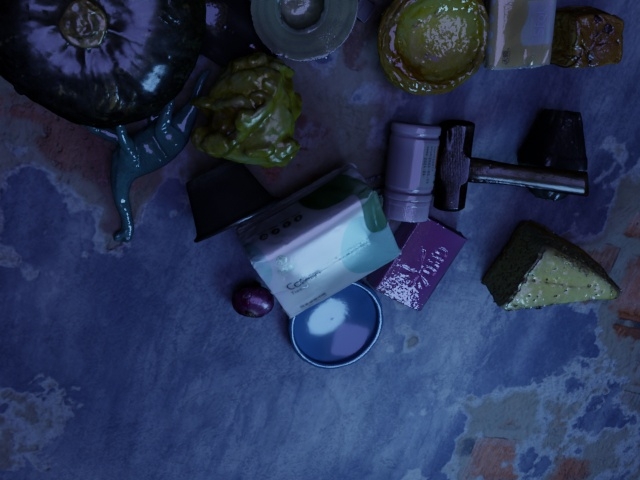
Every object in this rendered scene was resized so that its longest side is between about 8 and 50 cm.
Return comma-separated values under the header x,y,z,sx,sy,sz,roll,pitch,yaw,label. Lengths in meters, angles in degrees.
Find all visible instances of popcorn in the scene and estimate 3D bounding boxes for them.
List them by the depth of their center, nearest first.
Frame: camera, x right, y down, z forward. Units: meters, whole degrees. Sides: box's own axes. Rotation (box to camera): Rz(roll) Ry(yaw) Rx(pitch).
x,y,z,sx,sy,sz,roll,pitch,yaw,label
-0.159,-0.301,1.511,0.242,0.235,0.250,7,95,-52,popcorn

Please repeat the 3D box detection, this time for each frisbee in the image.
x,y,z,sx,sy,sz,roll,pitch,yaw,label
0.042,0.235,1.898,0.290,0.049,0.289,-6,110,-16,frisbee

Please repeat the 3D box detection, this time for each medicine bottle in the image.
x,y,z,sx,sy,sz,roll,pitch,yaw,label
0.235,-0.181,1.720,0.133,0.133,0.249,2,103,-18,medicine bottle

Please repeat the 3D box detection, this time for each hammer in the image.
x,y,z,sx,sy,sz,roll,pitch,yaw,label
0.505,-0.178,1.746,0.409,0.095,0.242,9,110,11,hammer

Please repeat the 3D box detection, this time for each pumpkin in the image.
x,y,z,sx,sy,sz,roll,pitch,yaw,label
-0.451,-0.449,1.297,0.455,0.344,0.454,-4,114,-9,pumpkin

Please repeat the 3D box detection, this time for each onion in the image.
x,y,z,sx,sy,sz,roll,pitch,yaw,label
-0.182,0.158,1.780,0.115,0.115,0.104,19,61,-23,onion

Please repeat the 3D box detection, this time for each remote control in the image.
x,y,z,sx,sy,sz,roll,pitch,yaw,label
0.037,-0.597,1.560,0.212,0.028,0.059,29,105,-25,remote control

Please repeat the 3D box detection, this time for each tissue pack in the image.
x,y,z,sx,sy,sz,roll,pitch,yaw,label
0.508,-0.554,1.683,0.186,0.090,0.222,-6,113,-12,tissue pack
0.000,0.001,1.687,0.357,0.194,0.266,-31,134,-2,tissue pack

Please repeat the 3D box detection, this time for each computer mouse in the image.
x,y,z,sx,sy,sz,roll,pitch,yaw,label
-0.215,-0.483,1.497,0.295,0.087,0.168,30,101,-29,computer mouse

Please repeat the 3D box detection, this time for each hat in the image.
x,y,z,sx,sy,sz,roll,pitch,yaw,label
-0.045,-0.544,1.510,0.252,0.110,0.252,-9,125,-13,hat

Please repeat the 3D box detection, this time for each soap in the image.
x,y,z,sx,sy,sz,roll,pitch,yaw,label
0.275,0.054,1.875,0.181,0.081,0.259,28,102,-25,soap

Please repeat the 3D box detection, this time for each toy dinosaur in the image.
x,y,z,sx,sy,sz,roll,pitch,yaw,label
-0.380,-0.189,1.581,0.384,0.129,0.330,-25,128,-7,toy dinosaur

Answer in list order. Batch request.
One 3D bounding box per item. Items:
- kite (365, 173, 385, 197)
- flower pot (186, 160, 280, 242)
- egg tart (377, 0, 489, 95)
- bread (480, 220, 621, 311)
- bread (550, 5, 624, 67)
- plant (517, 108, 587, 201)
x,y,z,sx,sy,sz,roll,pitch,yaw,label
0.114,-0.135,1.785,0.230,0.016,0.127,-21,120,-7,kite
-0.233,-0.108,1.598,0.235,0.235,0.148,-28,98,-4,flower pot
0.268,-0.497,1.620,0.294,0.123,0.293,-5,109,-14,egg tart
0.670,0.126,1.934,0.315,0.248,0.279,37,103,-13,bread
0.684,-0.529,1.713,0.149,0.158,0.143,-13,120,-13,bread
0.649,-0.237,1.835,0.165,0.142,0.255,5,99,-19,plant
